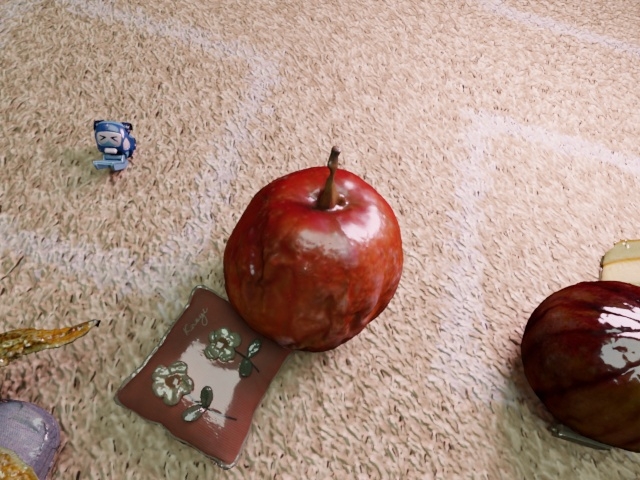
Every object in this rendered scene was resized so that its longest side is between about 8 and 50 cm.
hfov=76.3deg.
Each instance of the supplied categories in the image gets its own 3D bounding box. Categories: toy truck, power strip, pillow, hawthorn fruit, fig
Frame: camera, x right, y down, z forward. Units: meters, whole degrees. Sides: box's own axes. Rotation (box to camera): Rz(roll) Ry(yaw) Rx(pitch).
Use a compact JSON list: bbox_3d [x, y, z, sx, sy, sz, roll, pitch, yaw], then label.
[{"bbox_3d":[-0.332,-0.143,0.652,0.056,0.073,0.090,1,60,-9],"label":"toy truck"},{"bbox_3d":[0.361,0.274,0.568,0.083,0.027,0.017,18,59,0],"label":"power strip"},{"bbox_3d":[-0.137,0.161,0.516,0.171,0.075,0.179,28,58,5],"label":"pillow"},{"bbox_3d":[0.000,0.000,0.515,0.241,0.272,0.242,10,43,-10],"label":"hawthorn fruit"},{"bbox_3d":[0.399,0.154,0.547,0.234,0.214,0.235,-9,48,10],"label":"fig"}]

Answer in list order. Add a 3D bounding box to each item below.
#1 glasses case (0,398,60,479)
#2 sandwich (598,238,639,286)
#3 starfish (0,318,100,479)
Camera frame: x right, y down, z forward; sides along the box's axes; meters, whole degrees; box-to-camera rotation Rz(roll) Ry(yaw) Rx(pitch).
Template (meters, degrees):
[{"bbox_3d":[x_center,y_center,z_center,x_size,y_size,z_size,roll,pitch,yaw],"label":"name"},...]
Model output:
[{"bbox_3d":[-0.369,0.304,0.400,0.109,0.067,0.283,14,61,6],"label":"glasses case"},{"bbox_3d":[0.608,0.068,0.627,0.227,0.198,0.155,27,61,5],"label":"sandwich"},{"bbox_3d":[-0.410,0.206,0.396,0.347,0.078,0.358,3,55,11],"label":"starfish"}]
